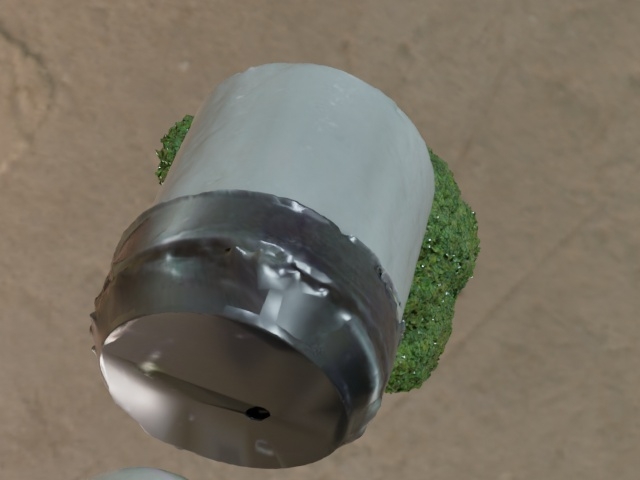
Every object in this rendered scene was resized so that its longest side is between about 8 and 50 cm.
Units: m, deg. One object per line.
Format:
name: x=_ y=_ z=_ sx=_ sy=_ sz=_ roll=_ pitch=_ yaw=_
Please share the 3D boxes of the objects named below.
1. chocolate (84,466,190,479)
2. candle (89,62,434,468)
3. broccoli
chocolate: x=-0.102 y=0.214 z=0.789 sx=0.221 sy=0.147 sz=0.221 roll=-17 pitch=43 yaw=16
candle: x=-0.028 y=-0.005 z=1.040 sx=0.221 sy=0.221 sz=0.343 roll=-14 pitch=36 yaw=29
broccoli: x=-0.005 y=-0.007 z=1.398 sx=0.310 sy=0.413 sz=0.321 roll=13 pitch=128 yaw=25
